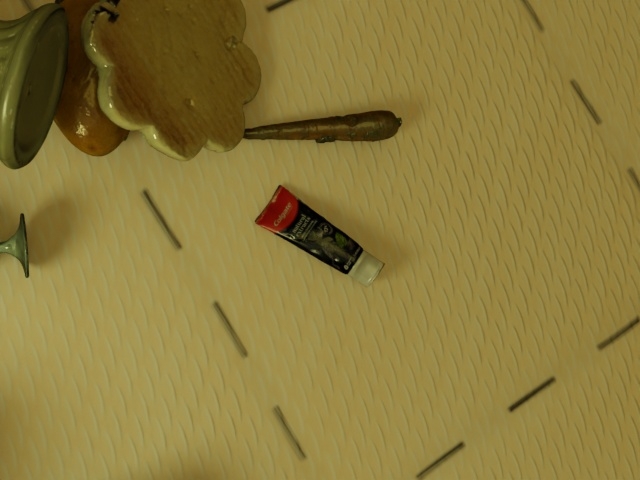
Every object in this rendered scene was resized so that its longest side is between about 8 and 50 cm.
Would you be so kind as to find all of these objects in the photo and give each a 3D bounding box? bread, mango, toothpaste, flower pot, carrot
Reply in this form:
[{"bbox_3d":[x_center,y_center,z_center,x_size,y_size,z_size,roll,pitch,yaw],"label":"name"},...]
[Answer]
[{"bbox_3d":[-0.202,-0.258,1.492,0.316,0.054,0.316,13,73,-48],"label":"bread"},{"bbox_3d":[-0.310,-0.229,1.494,0.147,0.109,0.227,-6,84,-21],"label":"mango"},{"bbox_3d":[0.000,0.000,1.577,0.193,0.045,0.071,35,73,-1],"label":"toothpaste"},{"bbox_3d":[-0.460,-0.214,1.338,0.244,0.307,0.307,16,76,0],"label":"flower pot"},{"bbox_3d":[0.000,-0.166,1.605,0.254,0.049,0.049,-4,81,-13],"label":"carrot"}]

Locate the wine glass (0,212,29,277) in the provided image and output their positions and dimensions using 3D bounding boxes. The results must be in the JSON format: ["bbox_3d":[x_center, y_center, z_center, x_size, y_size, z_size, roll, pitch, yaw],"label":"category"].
[{"bbox_3d":[-0.488,0.014,1.408,0.202,0.093,0.093,-5,82,-19],"label":"wine glass"}]
